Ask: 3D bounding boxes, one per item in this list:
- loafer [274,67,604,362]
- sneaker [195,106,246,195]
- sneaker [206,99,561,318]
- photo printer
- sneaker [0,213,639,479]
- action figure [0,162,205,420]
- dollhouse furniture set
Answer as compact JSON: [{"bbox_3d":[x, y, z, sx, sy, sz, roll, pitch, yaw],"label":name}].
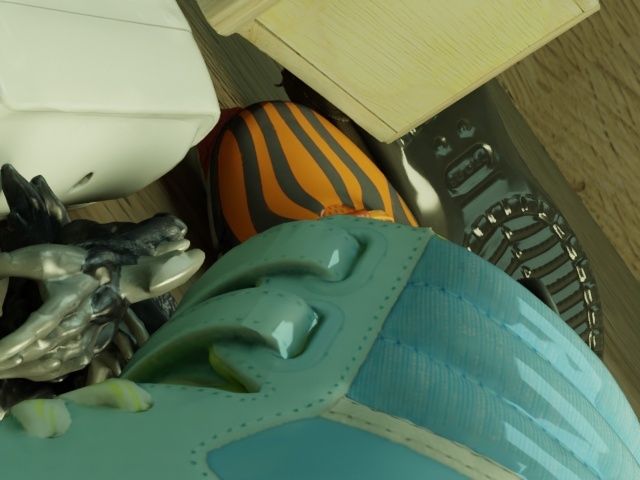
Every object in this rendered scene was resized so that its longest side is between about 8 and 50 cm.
[{"bbox_3d":[0.085,-0.010,1.265,0.134,0.130,0.366,-29,101,-32],"label":"loafer"},{"bbox_3d":[0.000,0.000,1.124,0.225,0.088,0.093,44,-7,-27],"label":"sneaker"},{"bbox_3d":[0.047,0.031,0.941,0.321,0.124,0.180,60,-23,18],"label":"sneaker"},{"bbox_3d":[-0.167,-0.128,0.776,0.256,0.107,0.307,57,14,4],"label":"photo printer"},{"bbox_3d":[-0.065,0.068,0.391,0.319,0.127,0.208,17,40,-8],"label":"sneaker"},{"bbox_3d":[-0.060,0.064,0.594,0.141,0.275,0.164,-29,116,-41],"label":"action figure"},{"bbox_3d":[-0.029,-0.282,1.022,0.394,0.362,0.256,62,12,20],"label":"dollhouse furniture set"}]
